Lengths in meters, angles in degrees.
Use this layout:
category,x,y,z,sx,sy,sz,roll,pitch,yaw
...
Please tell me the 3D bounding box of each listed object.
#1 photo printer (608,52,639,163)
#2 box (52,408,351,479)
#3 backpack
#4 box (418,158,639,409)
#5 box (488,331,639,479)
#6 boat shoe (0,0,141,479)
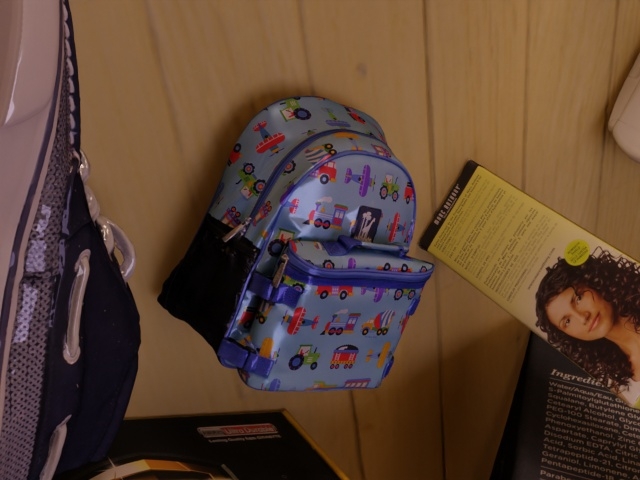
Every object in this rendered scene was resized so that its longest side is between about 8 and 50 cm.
category,x,y,z,sx,sy,sz,roll,pitch,yaw
photo printer,0.428,-0.158,0.838,0.307,0.107,0.256,11,110,-42
box,-0.090,0.215,0.568,0.322,0.257,0.079,6,114,-40
backpack,0.000,0.000,0.598,0.158,0.117,0.173,12,107,-44
box,0.178,0.028,0.673,0.058,0.232,0.087,21,102,-42
box,0.244,0.295,0.782,0.395,0.212,0.293,-59,160,-59
boat shoe,-0.164,-0.011,0.477,0.158,0.127,0.340,-15,121,-66
